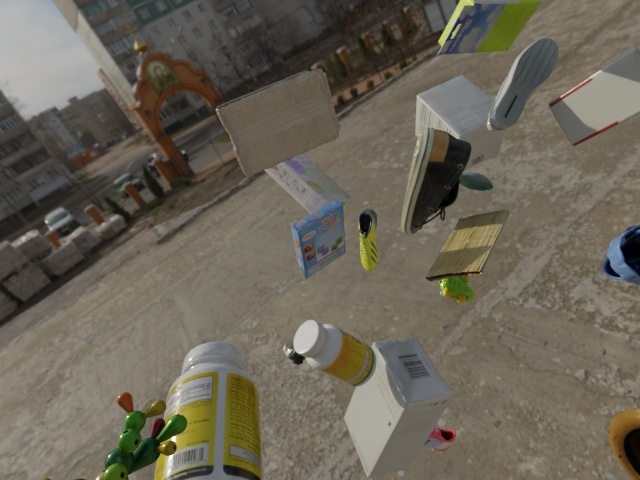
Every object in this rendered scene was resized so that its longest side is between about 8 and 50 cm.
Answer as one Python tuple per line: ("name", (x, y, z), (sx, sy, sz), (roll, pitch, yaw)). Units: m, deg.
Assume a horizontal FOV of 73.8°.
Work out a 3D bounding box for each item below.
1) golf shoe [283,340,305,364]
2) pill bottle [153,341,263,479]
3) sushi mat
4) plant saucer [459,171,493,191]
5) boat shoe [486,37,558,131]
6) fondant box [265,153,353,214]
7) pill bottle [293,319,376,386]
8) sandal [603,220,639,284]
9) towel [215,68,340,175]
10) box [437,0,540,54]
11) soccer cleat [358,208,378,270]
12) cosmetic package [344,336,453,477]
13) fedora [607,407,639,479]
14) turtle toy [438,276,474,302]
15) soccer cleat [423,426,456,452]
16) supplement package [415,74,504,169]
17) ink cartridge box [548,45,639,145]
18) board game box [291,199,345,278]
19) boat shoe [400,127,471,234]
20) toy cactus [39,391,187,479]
("golf shoe", (-0.036, 0.337, 1.440), (0.198, 0.077, 0.094), (-19, 26, -36))
("pill bottle", (-0.210, 0.369, 0.830), (0.188, 0.187, 0.333), (-27, 34, 8))
("sushi mat", (0.410, 0.007, 1.172), (0.152, 0.019, 0.316), (-12, 24, 43))
("plant saucer", (0.494, -0.190, 1.361), (0.119, 0.120, 0.021), (12, 79, 57))
("boat shoe", (0.443, -0.349, 0.964), (0.226, 0.083, 0.076), (-54, 5, -1))
("fondant box", (-0.047, -0.242, 1.850), (0.096, 0.330, 0.238), (-55, -17, 26))
("pill bottle", (0.035, 0.281, 1.076), (0.118, 0.208, 0.117), (-33, 37, 30))
("sandal", (0.609, 0.029, 0.819), (0.138, 0.317, 0.126), (-30, 66, 17))
("towel", (-0.091, -0.288, 1.045), (0.283, 0.187, 0.049), (-28, 34, -12))
("box", (0.312, -0.415, 0.816), (0.179, 0.042, 0.109), (-12, -24, -20))
("soccer cleat", (0.208, 0.001, 1.940), (0.094, 0.288, 0.121), (4, 9, 29))
("cosmetic package", (0.212, 0.495, 1.260), (0.157, 0.384, 0.217), (-1, 35, -22))
("fedora", (0.613, 0.370, 0.743), (0.079, 0.194, 0.194), (-19, 18, -23))
("turtle toy", (0.432, 0.156, 1.351), (0.066, 0.130, 0.095), (124, 168, -66))
("soccer cleat", (0.370, 0.689, 1.503), (0.095, 0.248, 0.083), (-59, 28, 20))
("supplement package", (0.503, -0.422, 1.558), (0.200, 0.198, 0.262), (-26, 56, -7))
("ink cartridge box", (0.663, -0.329, 0.897), (0.273, 0.114, 0.197), (-26, -4, -25))
("board game box", (0.000, 0.000, 1.255), (0.160, 0.211, 0.039), (-32, 53, -22))
("boat shoe", (0.342, -0.151, 1.319), (0.156, 0.500, 0.186), (10, 65, 7))
("toy cactus", (-0.298, 0.321, 0.600), (0.219, 0.112, 0.180), (-31, -28, -58))
